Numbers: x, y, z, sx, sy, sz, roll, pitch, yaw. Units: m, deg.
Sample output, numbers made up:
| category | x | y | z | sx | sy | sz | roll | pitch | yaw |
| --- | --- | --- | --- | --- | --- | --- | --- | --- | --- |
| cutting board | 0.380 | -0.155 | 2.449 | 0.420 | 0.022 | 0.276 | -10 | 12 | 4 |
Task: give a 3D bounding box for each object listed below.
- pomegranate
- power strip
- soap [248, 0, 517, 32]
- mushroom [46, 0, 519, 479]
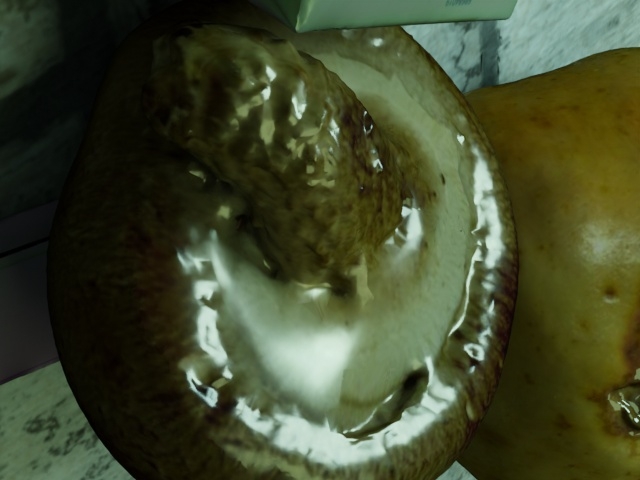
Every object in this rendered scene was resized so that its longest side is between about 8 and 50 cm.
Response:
| category | x | y | z | sx | sy | sz | roll | pitch | yaw |
| --- | --- | --- | --- | --- | --- | --- | --- | --- | --- |
| pomegranate | 0.225 | 0.026 | 1.106 | 0.410 | 0.410 | 0.410 | -30 | 140 | -30 |
| power strip | -0.209 | 0.044 | 0.853 | 0.279 | 0.037 | 0.109 | -23 | 136 | -36 |
| soap | 0.012 | -0.215 | 0.758 | 0.199 | 0.182 | 0.138 | -12 | 131 | -45 |
| mushroom | -0.015 | 0.004 | 0.836 | 0.345 | 0.239 | 0.345 | -10 | 108 | -34 |
